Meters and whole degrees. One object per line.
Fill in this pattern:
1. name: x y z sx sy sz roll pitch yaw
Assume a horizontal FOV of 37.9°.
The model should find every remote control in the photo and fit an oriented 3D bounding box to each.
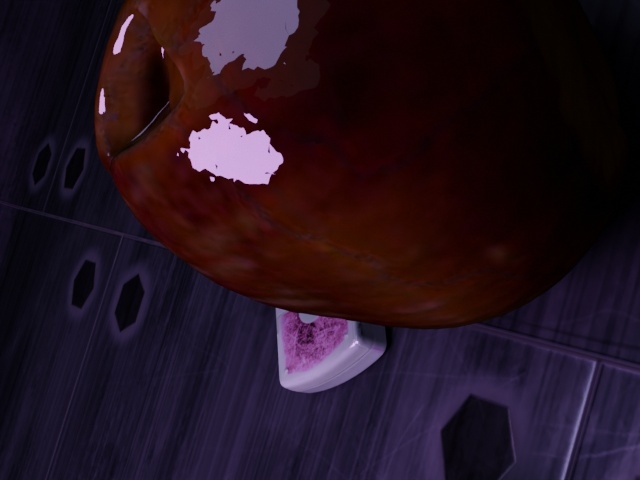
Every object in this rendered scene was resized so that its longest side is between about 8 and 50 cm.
1. remote control: 0.001 0.000 1.078 0.145 0.050 0.344 -34 49 41

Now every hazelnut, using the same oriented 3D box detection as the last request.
1. hazelnut: 0.041 -0.125 0.751 0.402 0.429 0.402 -10 73 35
